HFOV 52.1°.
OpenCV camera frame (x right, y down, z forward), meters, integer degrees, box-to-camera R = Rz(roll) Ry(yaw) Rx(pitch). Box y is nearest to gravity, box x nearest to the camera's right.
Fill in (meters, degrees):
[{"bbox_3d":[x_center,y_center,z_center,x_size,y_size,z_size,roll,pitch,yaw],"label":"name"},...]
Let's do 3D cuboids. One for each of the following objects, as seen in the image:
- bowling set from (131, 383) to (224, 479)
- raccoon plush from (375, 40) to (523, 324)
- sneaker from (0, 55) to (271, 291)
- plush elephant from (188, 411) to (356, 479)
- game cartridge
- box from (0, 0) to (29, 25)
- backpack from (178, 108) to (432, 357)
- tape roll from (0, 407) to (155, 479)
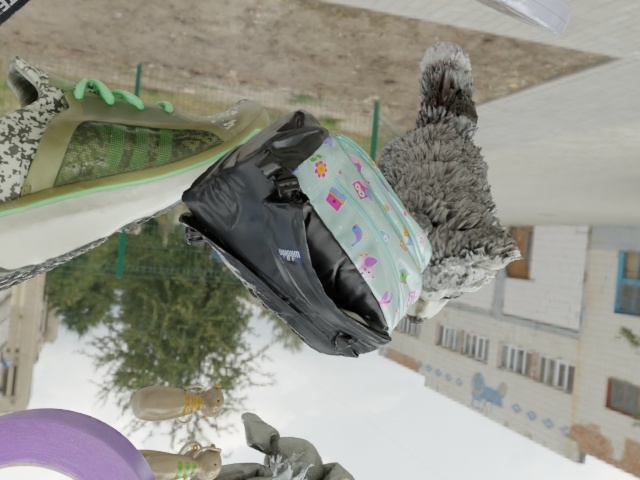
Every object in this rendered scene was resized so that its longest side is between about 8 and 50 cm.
[{"bbox_3d":[-0.216,0.379,0.985,0.154,0.287,0.200,11,-162,-40],"label":"bowling set"},{"bbox_3d":[0.144,-0.111,0.886,0.216,0.446,0.299,-5,170,1],"label":"raccoon plush"},{"bbox_3d":[-0.204,-0.098,0.604,0.158,0.182,0.410,-18,-169,41],"label":"sneaker"},{"bbox_3d":[-0.088,0.466,1.197,0.272,0.330,0.255,37,-165,10],"label":"plush elephant"},{"bbox_3d":[0.286,-0.412,1.066,0.297,0.062,0.198,1,-153,-48],"label":"game cartridge"},{"bbox_3d":[-0.451,-0.290,0.741,0.293,0.295,0.073,38,170,39],"label":"box"},{"bbox_3d":[0.000,0.000,0.492,0.182,0.115,0.152,50,148,-16],"label":"backpack"},{"bbox_3d":[-0.308,0.321,0.689,0.274,0.275,0.090,6,171,-9],"label":"tape roll"}]
